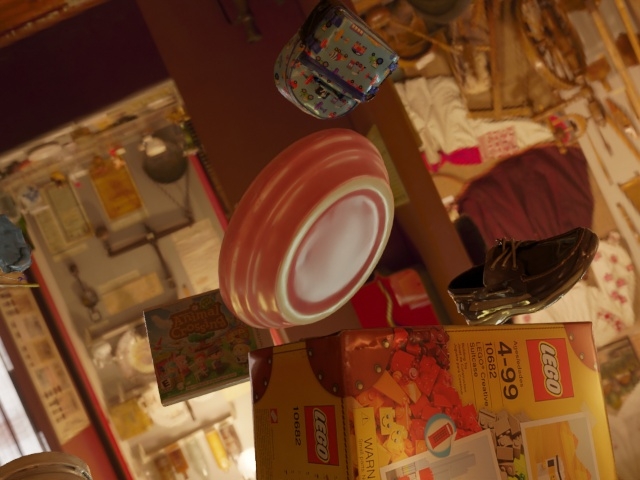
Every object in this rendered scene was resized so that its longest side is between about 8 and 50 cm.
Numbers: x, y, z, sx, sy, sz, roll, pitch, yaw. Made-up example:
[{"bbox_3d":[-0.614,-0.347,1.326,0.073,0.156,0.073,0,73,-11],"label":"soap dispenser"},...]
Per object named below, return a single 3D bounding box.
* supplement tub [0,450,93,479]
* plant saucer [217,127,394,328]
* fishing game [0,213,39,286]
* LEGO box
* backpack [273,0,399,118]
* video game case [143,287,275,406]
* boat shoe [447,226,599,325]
[{"bbox_3d":[-0.484,0.563,1.175,0.235,0.235,0.325,-24,-139,-9],"label":"supplement tub"},{"bbox_3d":[0.000,0.000,1.004,0.332,0.084,0.332,-34,143,-31],"label":"plant saucer"},{"bbox_3d":[-0.723,0.000,1.484,0.041,0.264,0.189,-37,168,15],"label":"fishing game"},{"bbox_3d":[0.140,0.349,0.720,0.372,0.500,0.193,3,166,-32],"label":"LEGO box"},{"bbox_3d":[0.016,-0.269,1.056,0.173,0.158,0.117,-46,-151,18],"label":"backpack"},{"bbox_3d":[-0.196,0.177,1.200,0.212,0.193,0.023,-16,145,-9],"label":"video game case"},{"bbox_3d":[0.374,0.067,1.306,0.355,0.130,0.132,-44,-171,47],"label":"boat shoe"}]
